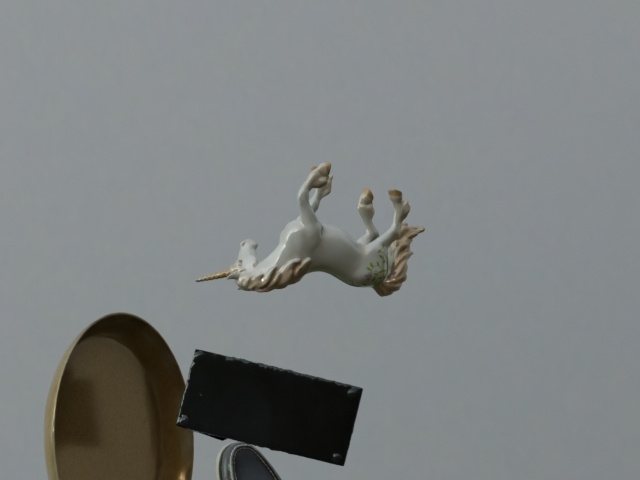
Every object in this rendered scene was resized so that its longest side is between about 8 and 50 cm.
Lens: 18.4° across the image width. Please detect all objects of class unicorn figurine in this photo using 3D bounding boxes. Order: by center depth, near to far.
[{"bbox_3d":[0.000,0.000,1.519,0.162,0.111,0.060,18,-10,-9],"label":"unicorn figurine"}]

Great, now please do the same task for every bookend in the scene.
[{"bbox_3d":[-0.032,0.158,1.805,0.156,0.072,0.157,12,-7,12],"label":"bookend"}]

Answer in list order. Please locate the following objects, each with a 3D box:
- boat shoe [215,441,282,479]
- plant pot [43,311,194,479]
[{"bbox_3d":[-0.035,0.286,1.965,0.075,0.206,0.065,-18,-14,-37],"label":"boat shoe"},{"bbox_3d":[-0.191,0.185,1.839,0.032,0.236,0.236,-6,-37,28],"label":"plant pot"}]
